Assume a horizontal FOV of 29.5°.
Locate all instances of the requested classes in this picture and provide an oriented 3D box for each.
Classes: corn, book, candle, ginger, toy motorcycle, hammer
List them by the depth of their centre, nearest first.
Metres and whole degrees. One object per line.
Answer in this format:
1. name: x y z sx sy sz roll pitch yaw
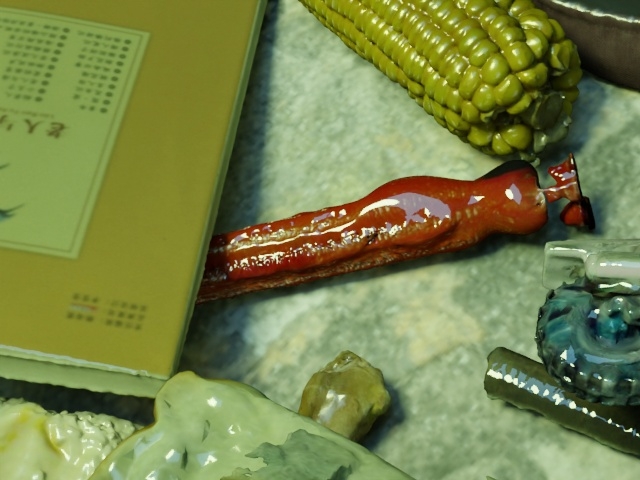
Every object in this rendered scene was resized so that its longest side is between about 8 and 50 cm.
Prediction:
1. hammer: 0.219 0.118 0.622 0.297 0.027 0.125 18 68 28
2. toy motorcycle: 0.232 0.004 0.638 0.239 0.108 0.204 10 45 -5
3. ginger: -0.036 0.122 0.684 0.096 0.067 0.165 21 51 35
4. candle: 0.000 0.000 0.753 0.329 0.048 0.051 -12 65 12
5. book: -0.187 -0.082 0.787 0.269 0.032 0.388 9 50 2
6. corn: 0.046 -0.164 0.807 0.102 0.102 0.313 -42 55 -8

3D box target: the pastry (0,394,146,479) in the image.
1. pastry: -0.190 0.206 0.676 0.122 0.089 0.258 8 60 31

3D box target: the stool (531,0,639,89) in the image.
1. stool: 0.233 -0.244 0.741 0.272 0.178 0.272 -8 60 14

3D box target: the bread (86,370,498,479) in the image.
1. bread: 0.012 0.201 0.504 0.225 0.279 0.250 0 59 35
